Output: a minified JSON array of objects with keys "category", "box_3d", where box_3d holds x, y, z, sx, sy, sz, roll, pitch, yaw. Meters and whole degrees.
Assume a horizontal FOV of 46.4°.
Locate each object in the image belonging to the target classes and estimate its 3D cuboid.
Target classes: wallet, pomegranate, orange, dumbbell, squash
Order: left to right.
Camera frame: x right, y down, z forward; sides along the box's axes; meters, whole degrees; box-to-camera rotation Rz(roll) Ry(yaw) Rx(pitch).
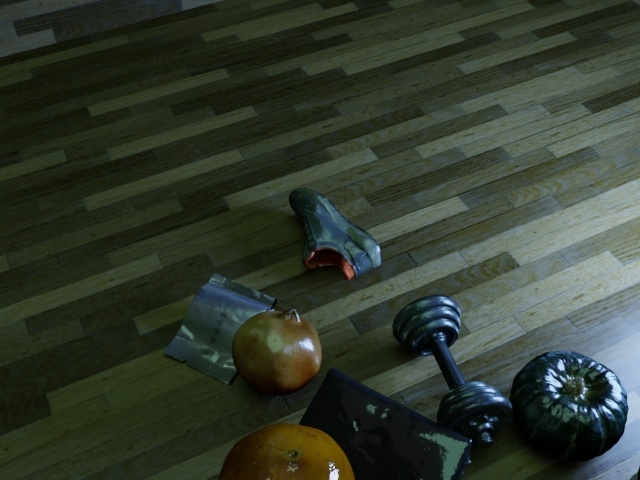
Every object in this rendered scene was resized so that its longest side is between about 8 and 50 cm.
[{"category":"pomegranate","box_3d":[-0.101,0.262,1.735,0.209,0.209,0.209,0,47,0]},{"category":"orange","box_3d":[-0.064,0.500,1.493,0.284,0.226,0.284,5,39,-4]},{"category":"wallet","box_3d":[0.126,0.434,1.605,0.377,0.051,0.197,22,74,30]},{"category":"dumbbell","box_3d":[0.296,0.294,1.718,0.179,0.179,0.406,-12,47,-11]},{"category":"squash","box_3d":[0.551,0.363,1.657,0.252,0.165,0.252,-2,47,2]}]

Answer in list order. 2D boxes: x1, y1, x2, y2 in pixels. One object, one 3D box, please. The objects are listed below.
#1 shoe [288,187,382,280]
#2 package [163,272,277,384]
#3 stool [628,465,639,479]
[{"category":"shoe","box_3d":[0.000,0.000,2.040,0.171,0.132,0.336,-40,61,-19]},{"category":"package","box_3d":[-0.245,0.220,1.879,0.204,0.062,0.251,21,64,18]},{"category":"stool","box_3d":[0.710,0.493,1.470,0.179,0.264,0.179,-1,47,1]}]
